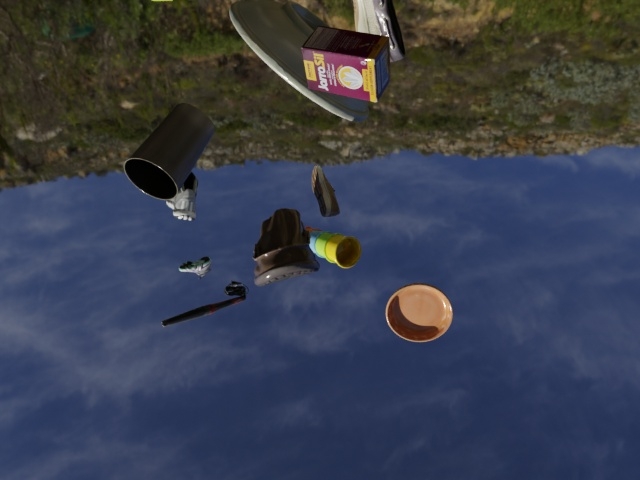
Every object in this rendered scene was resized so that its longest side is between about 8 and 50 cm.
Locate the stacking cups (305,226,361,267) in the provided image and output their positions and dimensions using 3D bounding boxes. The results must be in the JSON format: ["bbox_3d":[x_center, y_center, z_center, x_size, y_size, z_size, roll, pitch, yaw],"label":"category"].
[{"bbox_3d":[0.000,0.000,1.692,0.096,0.096,0.316,-23,-156,-25],"label":"stacking cups"}]

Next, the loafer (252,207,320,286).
[{"bbox_3d":[-0.087,0.002,1.136,0.134,0.130,0.366,-15,-171,-4],"label":"loafer"}]

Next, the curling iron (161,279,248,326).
[{"bbox_3d":[-0.330,0.189,1.569,0.274,0.035,0.068,-25,-112,-33],"label":"curling iron"}]

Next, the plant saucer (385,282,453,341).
[{"bbox_3d":[0.299,0.215,1.649,0.200,0.200,0.037,6,-157,6],"label":"plant saucer"}]

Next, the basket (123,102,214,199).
[{"bbox_3d":[-0.398,-0.246,1.468,0.154,0.204,0.227,38,-119,-20],"label":"basket"}]

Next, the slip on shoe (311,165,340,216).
[{"bbox_3d":[0.013,-0.118,1.301,0.041,0.051,0.135,-4,-118,-24],"label":"slip on shoe"}]

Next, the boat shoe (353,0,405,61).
[{"bbox_3d":[0.106,-0.467,0.995,0.092,0.285,0.103,0,-150,17],"label":"boat shoe"}]

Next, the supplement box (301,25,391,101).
[{"bbox_3d":[0.028,-0.187,0.573,0.083,0.055,0.043,17,-122,22],"label":"supplement box"}]

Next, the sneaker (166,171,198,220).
[{"bbox_3d":[-0.407,-0.149,1.641,0.086,0.132,0.229,6,-165,-26],"label":"sneaker"}]

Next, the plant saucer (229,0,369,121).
[{"bbox_3d":[-0.018,-0.445,1.261,0.400,0.100,0.400,34,-154,-19],"label":"plant saucer"}]

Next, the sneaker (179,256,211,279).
[{"bbox_3d":[-0.377,0.093,1.647,0.098,0.069,0.038,-14,-139,-21],"label":"sneaker"}]
